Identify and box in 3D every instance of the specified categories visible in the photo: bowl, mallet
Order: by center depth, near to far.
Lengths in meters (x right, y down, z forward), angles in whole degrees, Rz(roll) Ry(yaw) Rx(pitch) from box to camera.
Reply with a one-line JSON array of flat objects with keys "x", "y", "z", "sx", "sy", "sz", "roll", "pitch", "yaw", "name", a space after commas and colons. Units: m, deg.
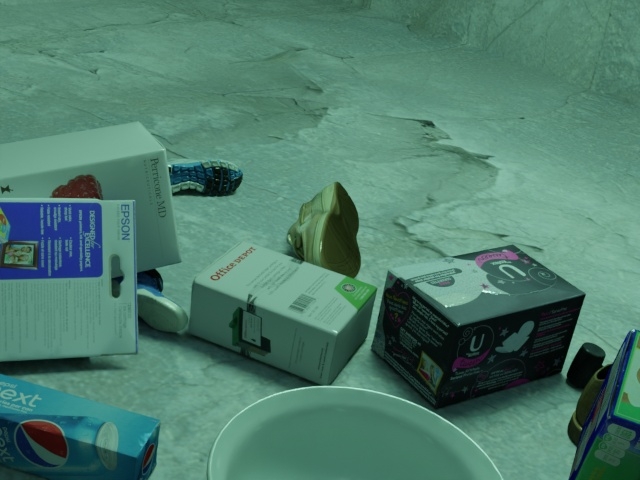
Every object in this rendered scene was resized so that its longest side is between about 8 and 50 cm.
[{"x": 0.030, "y": 0.284, "z": 0.918, "sx": 0.298, "sy": 0.134, "sz": 0.298, "roll": 8, "pitch": 26, "yaw": -4, "name": "bowl"}, {"x": 0.452, "y": 0.196, "z": 1.323, "sx": 0.190, "sy": 0.062, "sz": 0.039, "roll": 13, "pitch": 25, "yaw": 6, "name": "mallet"}]

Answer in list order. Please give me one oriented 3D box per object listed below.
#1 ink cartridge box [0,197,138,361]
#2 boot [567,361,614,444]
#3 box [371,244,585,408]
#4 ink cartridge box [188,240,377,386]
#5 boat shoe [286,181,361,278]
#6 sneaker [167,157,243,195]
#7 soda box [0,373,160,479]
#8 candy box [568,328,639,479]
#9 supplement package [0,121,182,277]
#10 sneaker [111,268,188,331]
[{"x": -0.340, "y": 0.050, "z": 1.184, "sx": 0.208, "sy": 0.206, "sz": 0.045, "roll": 0, "pitch": -2, "yaw": -20, "name": "ink cartridge box"}, {"x": 0.482, "y": 0.245, "z": 1.182, "sx": 0.305, "sy": 0.115, "sz": 0.112, "roll": 16, "pitch": 25, "yaw": 8, "name": "boot"}, {"x": 0.222, "y": 0.112, "z": 1.319, "sx": 0.247, "sy": 0.142, "sz": 0.163, "roll": -8, "pitch": 32, "yaw": -33, "name": "box"}, {"x": -0.053, "y": 0.097, "z": 1.305, "sx": 0.219, "sy": 0.092, "sz": 0.160, "roll": 19, "pitch": 27, "yaw": 17, "name": "ink cartridge box"}, {"x": 0.000, "y": 0.000, "z": 1.528, "sx": 0.098, "sy": 0.109, "sz": 0.302, "roll": -26, "pitch": 22, "yaw": 16, "name": "boat shoe"}, {"x": -0.240, "y": -0.127, "z": 1.714, "sx": 0.191, "sy": 0.071, "sz": 0.083, "roll": 0, "pitch": 22, "yaw": -20, "name": "sneaker"}, {"x": -0.287, "y": 0.214, "z": 1.019, "sx": 0.210, "sy": 0.067, "sz": 0.071, "roll": 13, "pitch": 26, "yaw": 8, "name": "soda box"}, {"x": 0.442, "y": 0.250, "z": 0.976, "sx": 0.317, "sy": 0.268, "sz": 0.122, "roll": 17, "pitch": 58, "yaw": 15, "name": "candy box"}, {"x": -0.365, "y": -0.044, "z": 1.303, "sx": 0.293, "sy": 0.177, "sz": 0.175, "roll": -13, "pitch": 24, "yaw": -19, "name": "supplement package"}, {"x": -0.238, "y": 0.075, "z": 1.322, "sx": 0.152, "sy": 0.058, "sz": 0.084, "roll": 15, "pitch": 35, "yaw": 24, "name": "sneaker"}]
